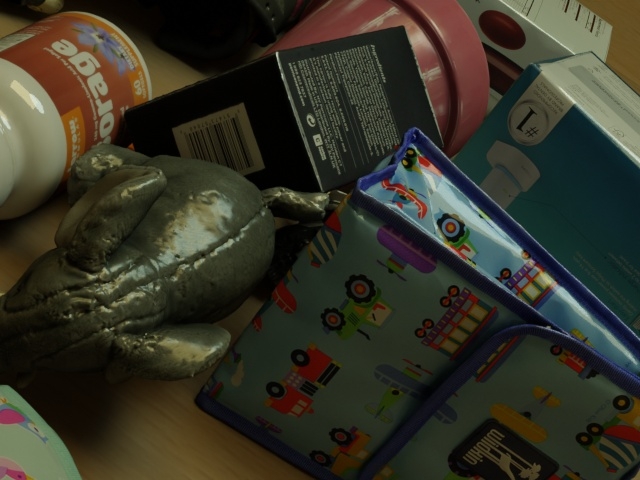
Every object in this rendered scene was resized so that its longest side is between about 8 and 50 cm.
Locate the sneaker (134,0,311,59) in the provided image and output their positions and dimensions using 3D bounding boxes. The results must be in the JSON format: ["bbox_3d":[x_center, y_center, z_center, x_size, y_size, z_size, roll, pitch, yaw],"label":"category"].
[{"bbox_3d":[-0.090,-0.268,1.464,0.483,0.185,0.202,11,81,-55],"label":"sneaker"}]

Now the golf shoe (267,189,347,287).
[{"bbox_3d":[0.000,0.000,1.256,0.094,0.077,0.198,40,21,28],"label":"golf shoe"}]

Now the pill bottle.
[{"bbox_3d":[-0.220,-0.087,1.081,0.121,0.121,0.216,38,30,2],"label":"pill bottle"}]

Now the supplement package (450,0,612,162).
[{"bbox_3d":[0.166,-0.189,1.564,0.203,0.194,0.149,35,30,-3],"label":"supplement package"}]

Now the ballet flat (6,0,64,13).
[{"bbox_3d":[-0.304,-0.226,1.278,0.173,0.057,0.049,16,76,-31],"label":"ballet flat"}]

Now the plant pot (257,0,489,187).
[{"bbox_3d":[0.025,-0.132,1.356,0.201,0.201,0.180,45,46,13],"label":"plant pot"}]

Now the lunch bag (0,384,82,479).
[{"bbox_3d":[-0.209,0.178,0.684,0.223,0.160,0.262,3,49,-43],"label":"lunch bag"}]

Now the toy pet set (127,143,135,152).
[{"bbox_3d":[-0.115,-0.055,1.236,0.122,0.065,0.114,23,67,-18],"label":"toy pet set"}]

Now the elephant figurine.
[{"bbox_3d":[-0.131,0.034,0.952,0.169,0.186,0.239,30,21,4],"label":"elephant figurine"}]

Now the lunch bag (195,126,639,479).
[{"bbox_3d":[0.100,0.106,1.050,0.293,0.221,0.138,38,30,3],"label":"lunch bag"}]

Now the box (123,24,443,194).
[{"bbox_3d":[-0.023,-0.086,1.147,0.207,0.153,0.108,-23,95,-56],"label":"box"}]

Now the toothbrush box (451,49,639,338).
[{"bbox_3d":[0.176,0.034,1.158,0.216,0.295,0.126,45,29,16],"label":"toothbrush box"}]
